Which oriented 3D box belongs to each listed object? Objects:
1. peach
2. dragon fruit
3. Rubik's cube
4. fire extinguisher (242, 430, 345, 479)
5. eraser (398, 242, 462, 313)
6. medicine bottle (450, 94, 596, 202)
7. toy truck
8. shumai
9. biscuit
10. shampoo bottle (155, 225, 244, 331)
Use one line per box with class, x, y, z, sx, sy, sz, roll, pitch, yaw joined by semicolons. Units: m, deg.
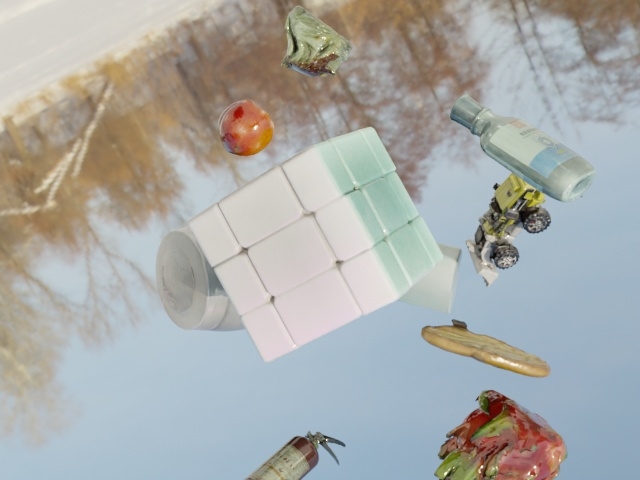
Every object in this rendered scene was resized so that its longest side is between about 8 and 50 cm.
peach;-0.133;-0.194;1.632;0.101;0.101;0.101;-26;-165;7
dragon fruit;0.308;0.393;1.633;0.198;0.200;0.269;0;-145;48
Rubik's cube;0.000;0.000;1.794;0.319;0.316;0.322;-29;-179;26
fire extinguisher;-0.051;0.427;1.711;0.231;0.099;0.071;-34;152;-35
eraser;0.185;0.064;2.225;0.290;0.189;0.104;14;-136;15
medicine bottle;0.266;-0.127;1.248;0.090;0.208;0.054;-23;143;-44
toy truck;0.391;-0.031;2.011;0.136;0.111;0.286;-101;-149;-45
shumai;-0.022;-0.446;2.184;0.142;0.184;0.184;-54;-166;5
biscuit;0.292;0.195;1.666;0.203;0.260;0.041;39;-68;64
shampoo bottle;-0.222;0.075;2.145;0.266;0.273;0.273;-8;179;-40
